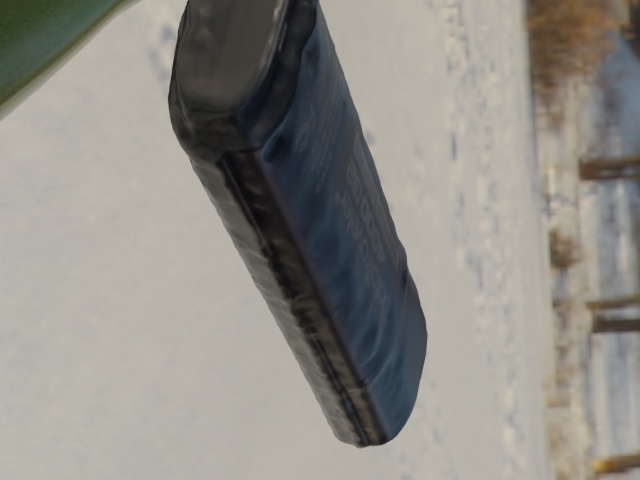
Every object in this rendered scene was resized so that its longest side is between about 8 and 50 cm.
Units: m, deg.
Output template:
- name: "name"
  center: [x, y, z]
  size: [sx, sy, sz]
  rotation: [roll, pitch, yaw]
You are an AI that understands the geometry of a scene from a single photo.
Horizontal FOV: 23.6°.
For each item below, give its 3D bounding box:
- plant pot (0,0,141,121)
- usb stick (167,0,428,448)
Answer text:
- name: "plant pot"
  center: [-0.291, -0.184, 0.908]
  size: [0.366, 0.353, 0.366]
  rotation: [56, -13, 19]
- name: "usb stick"
  center: [0.000, 0.000, 0.566]
  size: [0.278, 0.045, 0.077]
  rotation: [67, 34, -61]
